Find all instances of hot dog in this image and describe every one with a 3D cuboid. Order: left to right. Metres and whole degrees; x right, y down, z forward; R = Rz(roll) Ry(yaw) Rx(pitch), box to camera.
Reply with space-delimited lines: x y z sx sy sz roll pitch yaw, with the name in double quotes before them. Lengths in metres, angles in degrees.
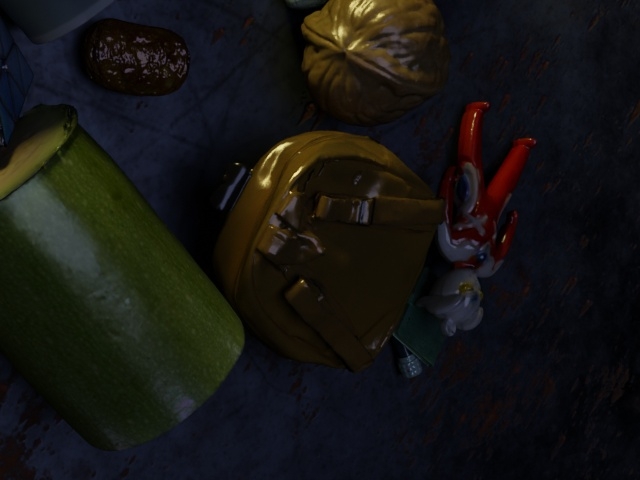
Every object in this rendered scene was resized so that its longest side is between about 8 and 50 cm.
"hot dog" -0.249 -0.245 1.593 0.147 0.065 0.099 4 94 -23

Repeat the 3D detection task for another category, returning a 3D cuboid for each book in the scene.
"book" 0.172 0.122 1.934 0.103 0.017 0.135 43 58 -28

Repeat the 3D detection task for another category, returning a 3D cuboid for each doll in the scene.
"doll" 0.248 -0.026 1.925 0.188 0.099 0.383 28 71 -34

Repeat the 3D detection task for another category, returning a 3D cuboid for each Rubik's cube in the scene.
"Rubik's cube" -0.398 -0.220 1.391 0.211 0.190 0.178 -16 132 -35

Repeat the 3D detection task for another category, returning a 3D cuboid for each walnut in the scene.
"walnut" 0.076 -0.270 1.718 0.228 0.228 0.227 -5 99 -34

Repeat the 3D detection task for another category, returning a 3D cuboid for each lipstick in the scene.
"lipstick" 0.131 0.164 1.924 0.037 0.037 0.116 -27 106 -29

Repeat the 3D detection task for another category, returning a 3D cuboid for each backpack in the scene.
"backpack" 0.006 0.000 1.701 0.378 0.201 0.353 39 74 -50

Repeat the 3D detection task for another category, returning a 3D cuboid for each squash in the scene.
"squash" -0.301 0.047 1.478 0.263 0.263 0.384 -46 118 -21

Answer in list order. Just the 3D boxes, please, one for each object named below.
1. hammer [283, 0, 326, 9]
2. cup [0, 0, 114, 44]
"hammer" 0.018 -0.407 1.761 0.194 0.070 0.116 -18 106 -40
"cup" -0.316 -0.404 1.355 0.259 0.357 0.274 -44 116 -5
